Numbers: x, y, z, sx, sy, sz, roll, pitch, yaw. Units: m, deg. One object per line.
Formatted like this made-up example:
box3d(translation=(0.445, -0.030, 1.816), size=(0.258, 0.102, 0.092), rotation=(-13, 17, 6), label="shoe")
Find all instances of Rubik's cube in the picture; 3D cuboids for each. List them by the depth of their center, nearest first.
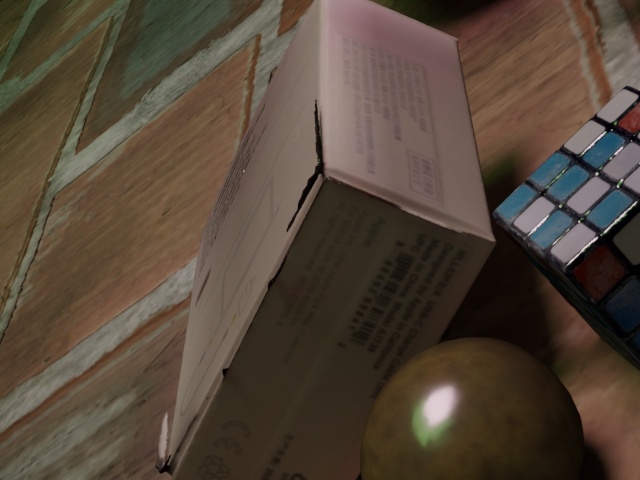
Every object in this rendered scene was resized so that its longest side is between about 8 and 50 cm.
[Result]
box3d(translation=(0.152, -0.001, 0.666), size=(0.092, 0.092, 0.092), rotation=(-44, 23, 2), label="Rubik's cube")

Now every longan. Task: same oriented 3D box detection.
box3d(translation=(0.067, 0.097, 0.652), size=(0.106, 0.106, 0.119), rotation=(-54, -17, -21), label="longan")

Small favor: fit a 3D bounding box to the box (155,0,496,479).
box3d(translation=(0.000, 0.000, 0.818), size=(0.252, 0.106, 0.203), rotation=(-91, 24, -59), label="box")
